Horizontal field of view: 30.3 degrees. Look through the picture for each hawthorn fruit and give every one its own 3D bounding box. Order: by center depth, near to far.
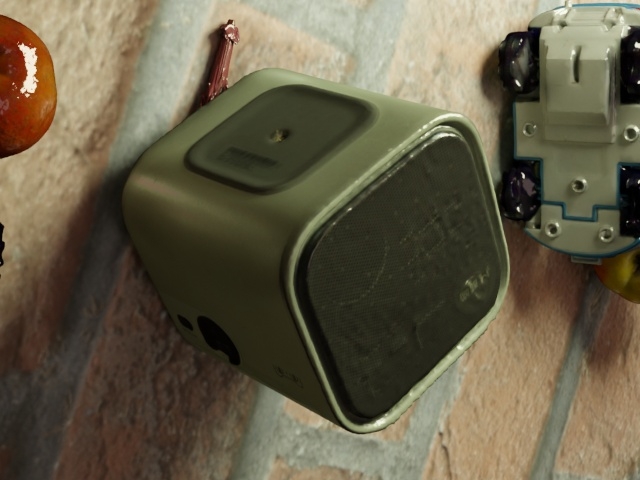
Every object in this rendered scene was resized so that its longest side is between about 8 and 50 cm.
[{"bbox_3d":[-0.280,-0.121,0.980,0.125,0.140,0.125,7,60,-12],"label":"hawthorn fruit"}]

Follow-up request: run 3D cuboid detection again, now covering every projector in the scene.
[{"bbox_3d":[0.000,0.000,1.118,0.248,0.249,0.249,-41,129,-26],"label":"projector"}]

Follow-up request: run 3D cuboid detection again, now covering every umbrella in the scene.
[{"bbox_3d":[-0.106,-0.139,1.170,0.027,0.025,0.165,14,88,-22],"label":"umbrella"}]

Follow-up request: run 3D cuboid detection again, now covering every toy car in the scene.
[{"bbox_3d":[0.330,-0.132,1.424,0.166,0.198,0.314,-22,112,-53],"label":"toy car"}]

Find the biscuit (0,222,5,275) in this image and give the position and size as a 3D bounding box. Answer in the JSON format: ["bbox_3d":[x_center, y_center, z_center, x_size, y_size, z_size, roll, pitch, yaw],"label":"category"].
[{"bbox_3d":[-0.355,0.008,0.980,0.194,0.053,0.195,-8,103,-36],"label":"biscuit"}]

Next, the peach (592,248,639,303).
[{"bbox_3d":[0.439,-0.016,1.531,0.192,0.190,0.190,-43,122,-39],"label":"peach"}]
